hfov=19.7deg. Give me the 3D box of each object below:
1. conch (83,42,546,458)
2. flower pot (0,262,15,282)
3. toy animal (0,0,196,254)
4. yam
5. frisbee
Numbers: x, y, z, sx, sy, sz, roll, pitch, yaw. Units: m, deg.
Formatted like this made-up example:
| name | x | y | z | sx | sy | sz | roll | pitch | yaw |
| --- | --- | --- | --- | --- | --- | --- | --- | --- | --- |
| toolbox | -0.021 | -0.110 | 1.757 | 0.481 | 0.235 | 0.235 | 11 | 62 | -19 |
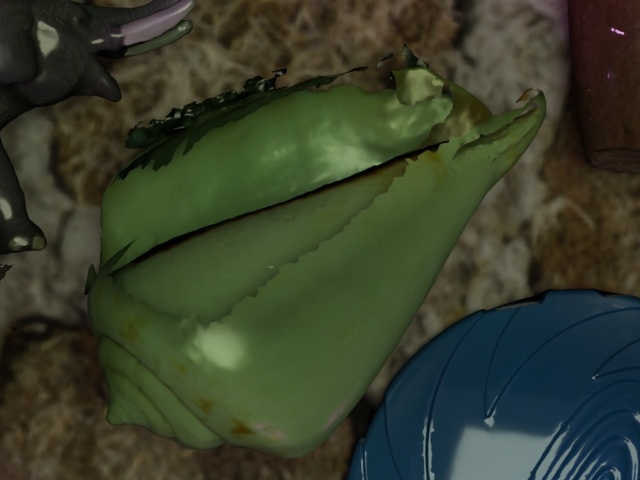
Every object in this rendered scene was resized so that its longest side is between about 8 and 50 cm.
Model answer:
| name | x | y | z | sx | sy | sz | roll | pitch | yaw |
| --- | --- | --- | --- | --- | --- | --- | --- | --- | --- |
| conch | -0.017 | -0.008 | 0.866 | 0.250 | 0.143 | 0.137 | -61 | 140 | -20 |
| flower pot | -0.286 | 0.103 | 0.745 | 0.259 | 0.290 | 0.290 | 13 | 85 | 3 |
| toy animal | -0.160 | -0.058 | 0.860 | 0.270 | 0.082 | 0.137 | -15 | 91 | -9 |
| yam | 0.164 | -0.099 | 0.919 | 0.084 | 0.084 | 0.127 | -1 | 86 | -10 |
| frisbee | 0.131 | 0.144 | 0.923 | 0.242 | 0.045 | 0.242 | 0 | 88 | -8 |
